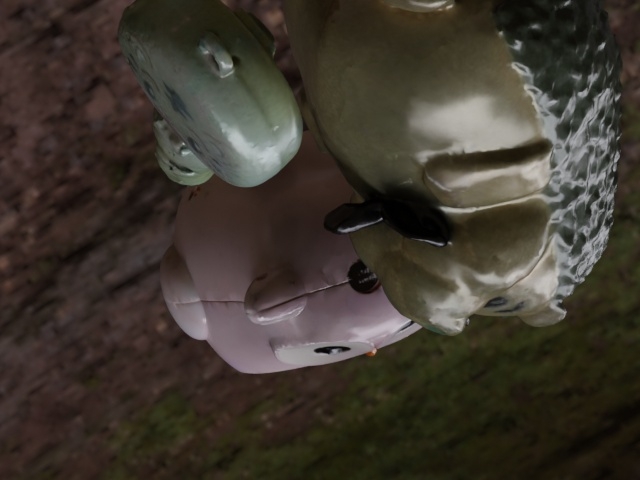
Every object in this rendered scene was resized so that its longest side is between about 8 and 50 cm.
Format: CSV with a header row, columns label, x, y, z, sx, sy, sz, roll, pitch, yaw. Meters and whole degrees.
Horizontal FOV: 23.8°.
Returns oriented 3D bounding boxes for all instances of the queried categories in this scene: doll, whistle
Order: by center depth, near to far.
label,x,y,z,sx,sy,sz,roll,pitch,yaw
whistle,-0.067,-0.081,0.905,0.067,0.126,0.258,-38,177,-14
doll,0.095,-0.082,1.062,0.247,0.349,0.247,-15,-137,14

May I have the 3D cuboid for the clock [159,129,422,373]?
label,x,y,z,sx,sy,sz,roll,pitch,yaw
clock,0.000,0.000,1.721,0.368,0.250,0.377,-18,-173,-11
